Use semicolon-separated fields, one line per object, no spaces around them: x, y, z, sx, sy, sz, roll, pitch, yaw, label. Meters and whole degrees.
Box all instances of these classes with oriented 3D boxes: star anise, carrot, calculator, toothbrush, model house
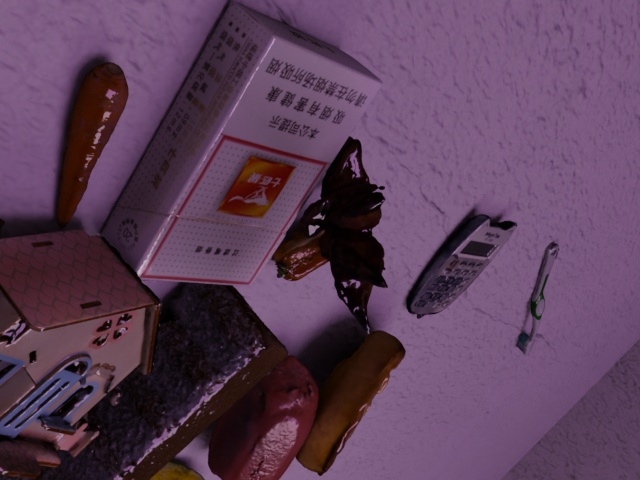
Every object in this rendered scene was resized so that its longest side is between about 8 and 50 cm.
0.021;-0.010;1.105;0.103;0.271;0.271;-2;134;-12;star anise
-0.252;-0.093;0.890;0.048;0.048;0.216;-8;137;-44;carrot
0.271;0.056;1.651;0.177;0.040;0.268;10;120;-52;calculator
0.542;0.155;2.070;0.042;0.040;0.417;-27;144;-22;toothbrush
-0.292;0.121;0.938;0.244;0.169;0.326;-45;156;-4;model house

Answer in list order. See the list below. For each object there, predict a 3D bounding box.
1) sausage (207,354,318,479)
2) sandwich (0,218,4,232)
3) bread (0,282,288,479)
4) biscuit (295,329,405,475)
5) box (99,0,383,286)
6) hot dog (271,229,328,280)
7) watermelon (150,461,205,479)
-0.101;0.321;1.432;0.152;0.152;0.279;-2;128;-48;sausage
-0.358;-0.007;0.864;0.083;0.044;0.030;5;119;-54;sandwich
-0.250;0.229;1.143;0.416;0.165;0.113;-42;149;-5;bread
0.047;0.293;1.551;0.296;0.102;0.296;-57;172;-12;biscuit
-0.095;-0.098;1.012;0.210;0.095;0.330;9;122;-52;box
0.000;0.000;1.265;0.188;0.055;0.072;-30;142;-22;hot dog
-0.270;0.452;1.406;0.123;0.129;0.301;-47;154;8;watermelon
